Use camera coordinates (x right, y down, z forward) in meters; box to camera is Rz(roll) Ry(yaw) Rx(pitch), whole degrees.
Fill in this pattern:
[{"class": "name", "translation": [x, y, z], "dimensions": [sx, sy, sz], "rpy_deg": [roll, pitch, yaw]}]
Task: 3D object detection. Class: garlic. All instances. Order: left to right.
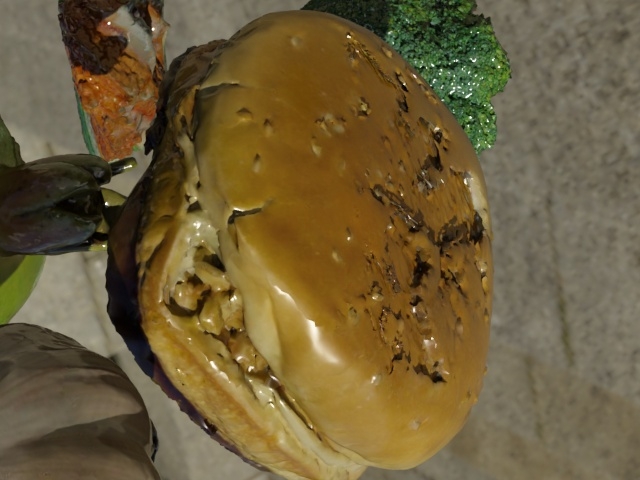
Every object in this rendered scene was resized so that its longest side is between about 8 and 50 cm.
[{"class": "garlic", "translation": [-0.180, 0.156, 0.878], "dimensions": [0.228, 0.228, 0.152], "rpy_deg": [34, 173, 42]}]

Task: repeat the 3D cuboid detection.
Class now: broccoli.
[{"class": "broccoli", "translation": [0.063, -0.138, 1.512], "dimensions": [0.241, 0.261, 0.269], "rpy_deg": [43, -167, -47]}]

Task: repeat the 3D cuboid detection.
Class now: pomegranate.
[{"class": "pomegranate", "translation": [-0.288, -0.019, 1.208], "dimensions": [0.301, 0.236, 0.236], "rpy_deg": [4, 120, 29]}]

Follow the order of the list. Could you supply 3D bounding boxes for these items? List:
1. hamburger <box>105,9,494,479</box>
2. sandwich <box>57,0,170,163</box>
[{"class": "hamburger", "translation": [-0.003, 0.003, 1.043], "dimensions": [0.174, 0.304, 0.284], "rpy_deg": [-22, 136, 32]}, {"class": "sandwich", "translation": [-0.184, -0.151, 1.463], "dimensions": [0.160, 0.109, 0.185], "rpy_deg": [-123, 23, -66]}]
